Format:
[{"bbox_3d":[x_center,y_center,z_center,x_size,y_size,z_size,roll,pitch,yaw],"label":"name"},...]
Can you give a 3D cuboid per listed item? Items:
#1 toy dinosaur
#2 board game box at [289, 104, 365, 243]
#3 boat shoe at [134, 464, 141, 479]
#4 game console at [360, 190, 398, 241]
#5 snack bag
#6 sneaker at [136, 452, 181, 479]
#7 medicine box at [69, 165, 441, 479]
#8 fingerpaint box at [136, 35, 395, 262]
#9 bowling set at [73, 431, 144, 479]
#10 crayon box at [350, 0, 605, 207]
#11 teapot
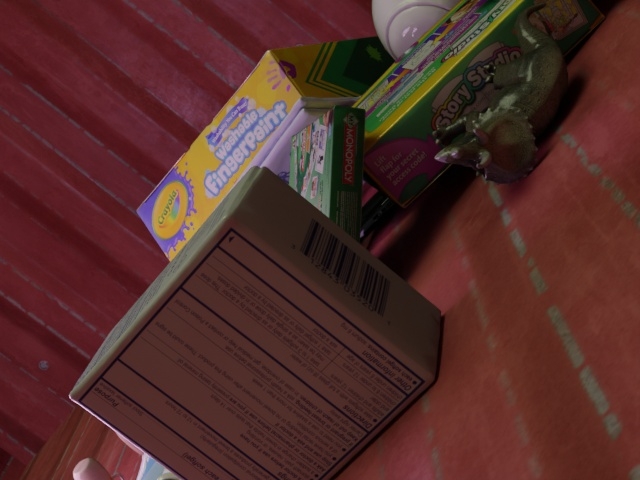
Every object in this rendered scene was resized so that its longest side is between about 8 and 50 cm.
[{"bbox_3d":[0.238,-0.162,1.437,0.313,0.121,0.160,-51,20,-26],"label":"toy dinosaur"},{"bbox_3d":[0.000,0.000,1.569,0.213,0.046,0.317,161,113,-74],"label":"board game box"},{"bbox_3d":[-0.281,0.406,1.903,0.056,0.048,0.153,2,58,49],"label":"boat shoe"},{"bbox_3d":[0.069,-0.016,1.816,0.361,0.044,0.213,-46,13,33],"label":"game console"},{"bbox_3d":[-0.013,-0.111,1.958,0.343,0.037,0.323,-8,-37,-52],"label":"snack bag"},{"bbox_3d":[-0.158,0.302,1.464,0.208,0.127,0.319,-39,26,61],"label":"sneaker"},{"bbox_3d":[-0.065,0.121,1.260,0.289,0.263,0.149,-47,10,24],"label":"medicine box"},{"bbox_3d":[-0.060,-0.155,2.164,0.445,0.163,0.371,-45,-16,35],"label":"fingerpaint box"},{"bbox_3d":[-0.207,0.294,1.765,0.200,0.154,0.287,-15,32,43],"label":"bowling set"},{"bbox_3d":[0.184,-0.222,1.680,0.363,0.106,0.313,-44,14,1],"label":"crayon box"},{"bbox_3d":[0.189,-0.348,1.935,0.253,0.256,0.187,-29,30,43],"label":"teapot"}]
